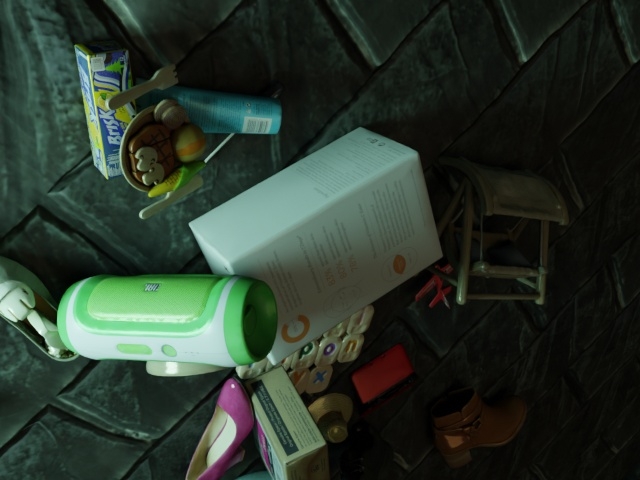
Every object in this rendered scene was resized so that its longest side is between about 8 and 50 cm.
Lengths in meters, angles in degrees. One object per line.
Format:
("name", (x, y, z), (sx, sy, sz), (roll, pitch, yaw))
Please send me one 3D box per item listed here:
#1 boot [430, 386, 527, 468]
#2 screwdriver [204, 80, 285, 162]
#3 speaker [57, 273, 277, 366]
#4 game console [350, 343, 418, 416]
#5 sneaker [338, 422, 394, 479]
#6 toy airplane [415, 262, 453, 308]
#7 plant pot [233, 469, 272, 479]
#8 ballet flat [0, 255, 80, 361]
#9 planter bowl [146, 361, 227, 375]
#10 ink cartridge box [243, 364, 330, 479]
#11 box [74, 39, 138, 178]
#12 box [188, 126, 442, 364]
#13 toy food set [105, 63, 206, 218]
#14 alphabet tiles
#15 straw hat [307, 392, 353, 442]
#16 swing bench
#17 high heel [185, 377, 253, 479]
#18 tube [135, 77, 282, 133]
("boot", (0.400, 0.434, 1.741), (0.283, 0.109, 0.220), (-28, 126, -10))
("screwdriver", (-0.118, -0.179, 1.036), (0.170, 0.024, 0.025), (-43, 162, -3))
("speaker", (-0.215, 0.109, 0.959), (0.131, 0.296, 0.131), (-1, 90, -68))
("game console", (0.135, 0.313, 1.524), (0.144, 0.085, 0.124), (-28, 161, -18))
("sneaker", (0.078, 0.528, 1.489), (0.109, 0.286, 0.130), (-13, 124, 23))
("toy airplane", (0.256, 0.091, 1.463), (0.151, 0.028, 0.151), (-20, 125, -31))
("plant pot", (-0.111, 0.624, 1.398), (0.252, 0.247, 0.248), (-38, 133, -29))
("ballet flat", (-0.408, 0.099, 0.967), (0.072, 0.068, 0.213), (-40, 132, -8))
("planter bowl", (-0.202, 0.144, 1.098), (0.162, 0.162, 0.109), (-7, 93, -32))
("ink cartridge box", (-0.061, 0.387, 1.288), (0.088, 0.193, 0.235), (-21, 134, -18))
("box", (-0.277, -0.172, 0.900), (0.054, 0.059, 0.169), (-17, 125, -29))
("box", (0.000, 0.000, 1.118), (0.345, 0.168, 0.215), (-31, 125, -17))
("toy food set", (-0.210, -0.124, 0.921), (0.132, 0.038, 0.192), (-39, 138, -34))
("alphabet tiles", (-0.025, 0.191, 1.328), (0.284, 0.021, 0.278), (-2, 120, -34))
("straw hat", (0.027, 0.401, 1.468), (0.144, 0.061, 0.144), (-18, 125, -27))
("swing bench", (0.343, -0.019, 1.349), (0.253, 0.165, 0.255), (3, 108, -36))
("high heel", (-0.196, 0.360, 1.272), (0.117, 0.082, 0.244), (-22, 141, -36))
("tube", (-0.160, -0.184, 0.978), (0.207, 0.052, 0.080), (0, 113, -21))
